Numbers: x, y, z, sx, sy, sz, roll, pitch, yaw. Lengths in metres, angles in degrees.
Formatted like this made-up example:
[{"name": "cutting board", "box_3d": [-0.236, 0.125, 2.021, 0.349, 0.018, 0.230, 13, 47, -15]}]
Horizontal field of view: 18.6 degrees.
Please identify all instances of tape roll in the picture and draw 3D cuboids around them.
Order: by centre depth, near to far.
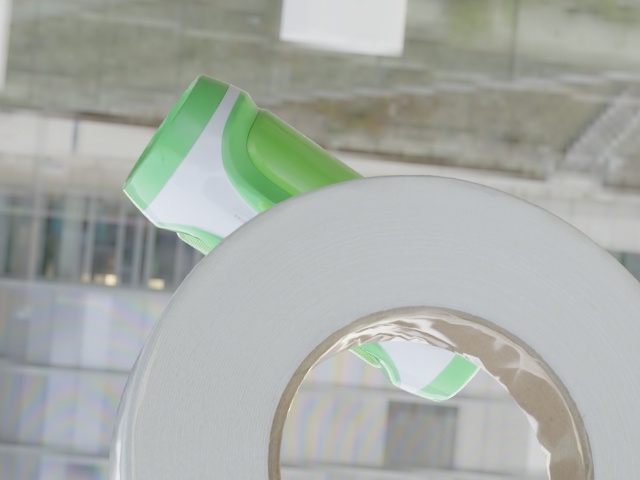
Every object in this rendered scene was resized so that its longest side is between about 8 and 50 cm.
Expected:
[{"name": "tape roll", "box_3d": [0.060, 0.150, 1.223, 0.392, 0.392, 0.072, 5, 161, -13]}]

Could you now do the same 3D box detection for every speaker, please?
[{"name": "speaker", "box_3d": [0.000, 0.000, 1.501, 0.296, 0.131, 0.131, 34, 174, -8]}]
